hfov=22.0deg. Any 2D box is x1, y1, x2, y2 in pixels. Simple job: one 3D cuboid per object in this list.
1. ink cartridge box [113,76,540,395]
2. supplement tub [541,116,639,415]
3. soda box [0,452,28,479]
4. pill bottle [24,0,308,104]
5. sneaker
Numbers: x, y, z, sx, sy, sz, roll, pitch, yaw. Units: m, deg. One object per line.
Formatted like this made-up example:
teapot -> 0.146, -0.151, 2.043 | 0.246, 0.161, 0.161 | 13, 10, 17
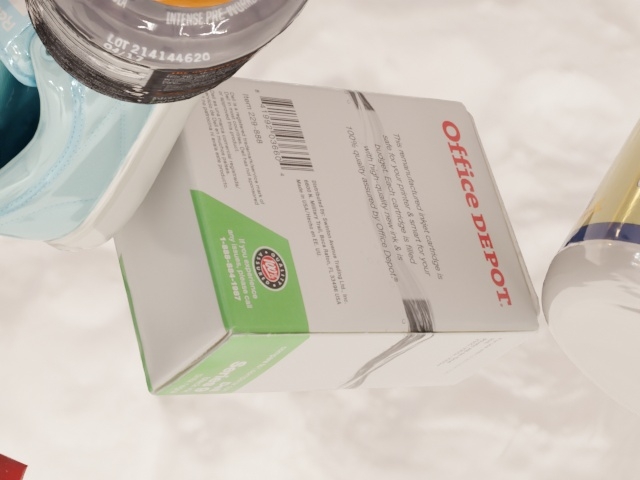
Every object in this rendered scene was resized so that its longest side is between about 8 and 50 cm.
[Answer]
ink cartridge box -> 0.000, 0.000, 1.236 | 0.289, 0.121, 0.211 | 3, 61, -37
supplement tub -> 0.326, -0.026, 1.192 | 0.228, 0.228, 0.316 | 31, 69, 9
soda box -> -0.395, 0.220, 1.551 | 0.092, 0.263, 0.083 | 33, 69, -40
pill bottle -> -0.067, -0.134, 0.732 | 0.130, 0.246, 0.130 | 0, 90, -11
sneaker -> -0.142, -0.153, 1.063 | 0.150, 0.366, 0.135 | 5, 25, -49
